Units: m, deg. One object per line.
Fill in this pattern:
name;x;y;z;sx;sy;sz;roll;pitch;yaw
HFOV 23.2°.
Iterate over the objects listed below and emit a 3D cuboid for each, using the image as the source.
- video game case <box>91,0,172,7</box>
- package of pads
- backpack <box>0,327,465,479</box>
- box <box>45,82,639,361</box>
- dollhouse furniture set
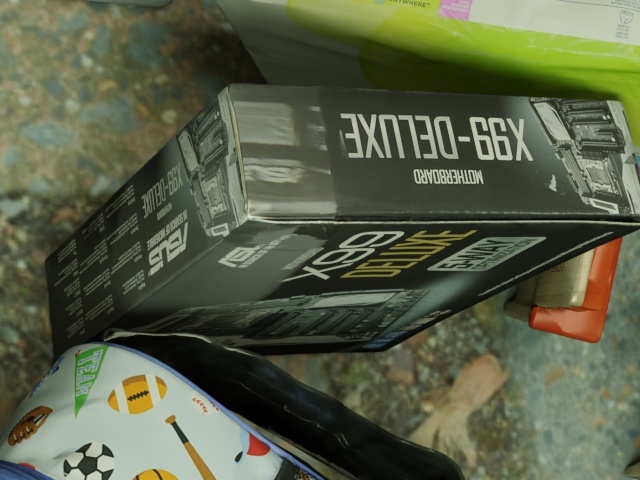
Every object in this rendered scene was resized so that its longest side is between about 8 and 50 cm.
video game case;-0.247;-0.324;1.033;0.300;0.036;0.329;1;76;-28
package of pads;0.095;-0.121;0.974;0.297;0.229;0.101;12;71;21
backpack;-0.080;0.185;0.875;0.263;0.276;0.213;43;59;3
box;0.000;0.000;0.920;0.242;0.307;0.076;0;73;-28
dollhouse furniture set;0.276;0.047;1.121;0.259;0.135;0.262;14;83;-12
